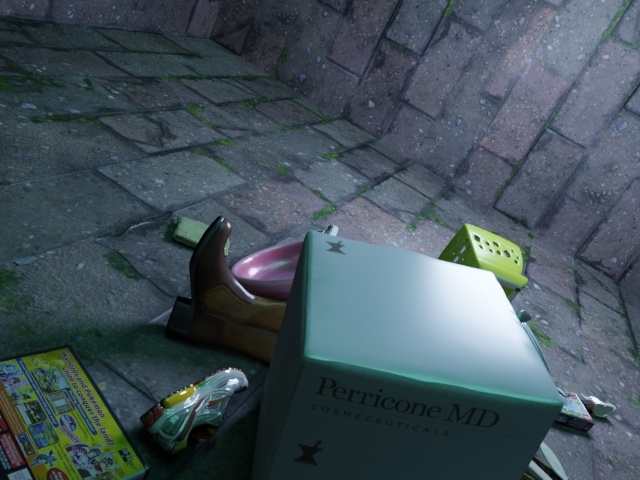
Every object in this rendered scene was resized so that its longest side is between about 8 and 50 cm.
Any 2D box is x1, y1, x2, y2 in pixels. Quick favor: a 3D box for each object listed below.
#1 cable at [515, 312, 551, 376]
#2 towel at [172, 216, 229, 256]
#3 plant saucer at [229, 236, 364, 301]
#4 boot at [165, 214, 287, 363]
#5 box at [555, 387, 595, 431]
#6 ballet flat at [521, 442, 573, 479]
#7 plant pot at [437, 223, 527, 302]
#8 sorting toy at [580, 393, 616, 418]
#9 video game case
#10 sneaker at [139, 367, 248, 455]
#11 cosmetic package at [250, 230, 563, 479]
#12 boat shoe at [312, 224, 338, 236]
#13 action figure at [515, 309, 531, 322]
[{"bbox_3d":[0.483,0.296,1.424,0.089,0.257,0.257,-15,5,-5],"label":"cable"},{"bbox_3d":[-0.307,-0.008,1.456,0.148,0.027,0.110,21,26,-17],"label":"towel"},{"bbox_3d":[-0.048,0.076,1.337,0.332,0.084,0.332,-10,14,2],"label":"plant saucer"},{"bbox_3d":[-0.136,0.111,1.130,0.280,0.264,0.096,20,1,-14],"label":"boot"},{"bbox_3d":[0.635,0.445,1.534,0.207,0.036,0.114,20,26,-18],"label":"box"},{"bbox_3d":[0.407,0.447,1.194,0.342,0.124,0.116,39,29,24],"label":"ballet flat"},{"bbox_3d":[0.523,0.118,1.839,0.227,0.228,0.207,22,33,-13],"label":"plant pot"},{"bbox_3d":[0.802,0.477,1.643,0.083,0.045,0.075,17,20,-21],"label":"sorting toy"},{"bbox_3d":[-0.418,0.273,0.793,0.275,0.035,0.248,42,28,29],"label":"video game case"},{"bbox_3d":[-0.200,0.288,0.953,0.093,0.088,0.225,56,31,10],"label":"sneaker"},{"bbox_3d":[0.086,0.252,0.863,0.329,0.394,0.327,12,27,-6],"label":"cosmetic package"},{"bbox_3d":[0.000,0.000,1.693,0.070,0.078,0.219,29,26,-1],"label":"boat shoe"},{"bbox_3d":[0.355,0.255,1.312,0.178,0.330,0.341,-7,73,-22],"label":"action figure"}]
